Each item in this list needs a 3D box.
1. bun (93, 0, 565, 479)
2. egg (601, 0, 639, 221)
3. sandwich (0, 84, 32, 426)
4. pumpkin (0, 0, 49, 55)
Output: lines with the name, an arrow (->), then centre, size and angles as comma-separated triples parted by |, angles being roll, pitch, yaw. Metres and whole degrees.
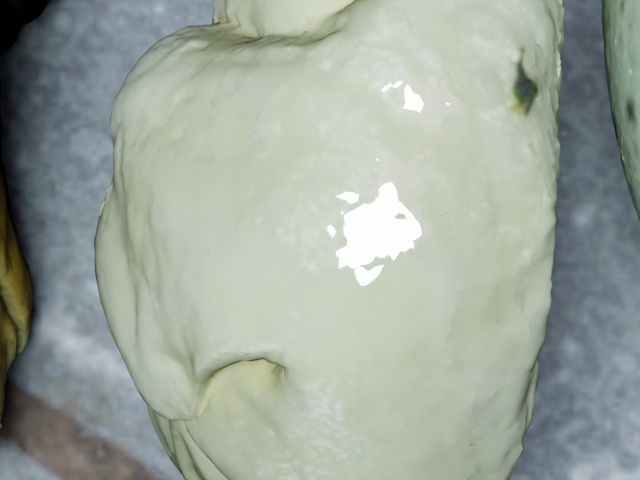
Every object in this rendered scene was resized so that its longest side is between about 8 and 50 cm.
bun -> 0.000, 0.000, 0.623 | 0.160, 0.259, 0.259 | 3, 84, 1
egg -> 0.240, -0.104, 0.594 | 0.287, 0.287, 0.379 | 10, 82, 7
sandwich -> -0.252, -0.017, 0.665 | 0.273, 0.249, 0.095 | 7, 51, 6
pumpkin -> -0.193, -0.145, 0.714 | 0.194, 0.150, 0.194 | 0, 94, 5
